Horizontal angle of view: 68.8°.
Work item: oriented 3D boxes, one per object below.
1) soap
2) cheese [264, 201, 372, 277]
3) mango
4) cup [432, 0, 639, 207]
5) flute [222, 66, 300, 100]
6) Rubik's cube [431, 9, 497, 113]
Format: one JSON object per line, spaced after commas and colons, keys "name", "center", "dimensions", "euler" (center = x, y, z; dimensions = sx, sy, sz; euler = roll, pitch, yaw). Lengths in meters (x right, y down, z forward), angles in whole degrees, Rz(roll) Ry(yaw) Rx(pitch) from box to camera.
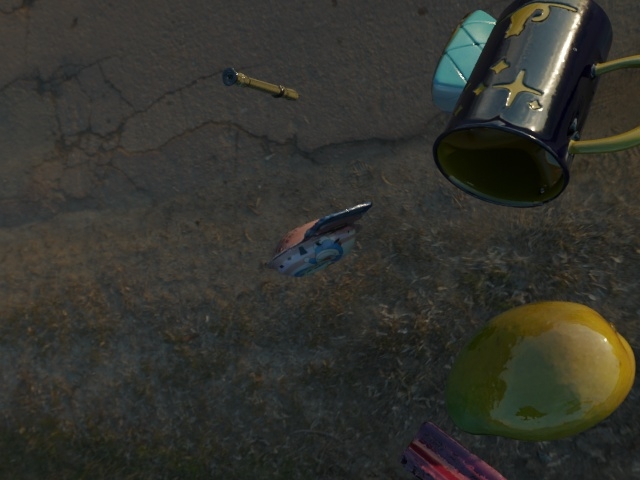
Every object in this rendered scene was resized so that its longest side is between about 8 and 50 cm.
{"name": "soap", "center": [0.275, 0.451, 0.822], "dimensions": [0.099, 0.162, 0.250], "euler": [-46, 44, -15]}
{"name": "cheese", "center": [0.000, 0.000, 0.794], "dimensions": [0.189, 0.286, 0.074], "euler": [-21, 79, -23]}
{"name": "mango", "center": [0.194, 0.130, 0.447], "dimensions": [0.194, 0.092, 0.130], "euler": [-53, 24, 37]}
{"name": "cup", "center": [0.322, -0.185, 0.634], "dimensions": [0.255, 0.178, 0.256], "euler": [21, 73, 22]}
{"name": "flute", "center": [-0.089, -0.250, 0.765], "dimensions": [0.027, 0.233, 0.027], "euler": [4, 101, 20]}
{"name": "Rubik's cube", "center": [0.351, -0.348, 1.014], "dimensions": [0.254, 0.254, 0.254], "euler": [-1, 88, 24]}
